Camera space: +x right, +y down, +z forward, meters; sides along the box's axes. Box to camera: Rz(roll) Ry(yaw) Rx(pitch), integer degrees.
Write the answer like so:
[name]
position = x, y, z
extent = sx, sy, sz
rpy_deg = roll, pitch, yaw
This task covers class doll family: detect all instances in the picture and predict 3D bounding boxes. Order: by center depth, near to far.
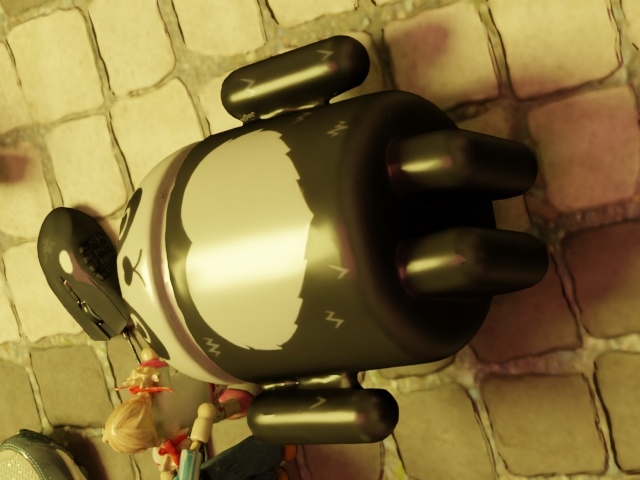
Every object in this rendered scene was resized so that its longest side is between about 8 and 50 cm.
[doll family]
position = -0.080, 0.207, 1.044
extent = 0.118, 0.163, 0.263
rpy_deg = 10, 108, 32

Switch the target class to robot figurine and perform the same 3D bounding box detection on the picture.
[robot figurine]
position = -0.001, 0.002, 0.929
extent = 0.278, 0.209, 0.173
rpy_deg = -11, 132, 36

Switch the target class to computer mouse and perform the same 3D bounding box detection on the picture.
[computer mouse]
position = -0.159, 0.084, 1.144
extent = 0.071, 0.041, 0.242
rpy_deg = -33, 83, 35

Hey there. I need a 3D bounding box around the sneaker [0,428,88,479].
[sneaker]
position = -0.255, 0.295, 1.213
extent = 0.110, 0.122, 0.283
rpy_deg = 17, 111, 30
